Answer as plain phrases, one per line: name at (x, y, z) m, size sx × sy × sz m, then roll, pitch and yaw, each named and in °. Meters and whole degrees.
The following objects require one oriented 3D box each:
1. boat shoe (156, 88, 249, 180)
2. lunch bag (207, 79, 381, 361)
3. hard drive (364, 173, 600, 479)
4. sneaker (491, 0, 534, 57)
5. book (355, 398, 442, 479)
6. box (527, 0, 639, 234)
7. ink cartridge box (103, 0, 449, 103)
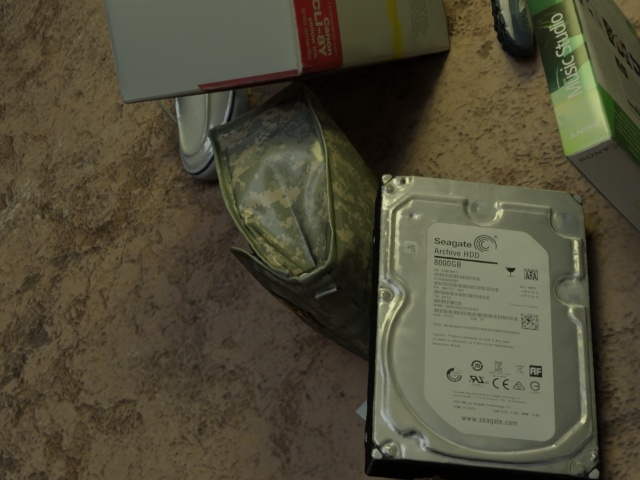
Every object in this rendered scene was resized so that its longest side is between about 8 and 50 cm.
boat shoe at (-0.196, -0.275, 1.771) m, size 0.135 × 0.156 × 0.367 m, roll -12°, pitch 69°, yaw 44°
lunch bag at (0.000, 0.000, 1.441) m, size 0.169 × 0.235 × 0.287 m, roll -28°, pitch 50°, yaw 13°
hard drive at (0.171, 0.092, 1.291) m, size 0.236 × 0.064 × 0.339 m, roll 7°, pitch 59°, yaw -3°
sneaker at (0.280, -0.372, 1.559) m, size 0.122 × 0.110 × 0.283 m, roll 0°, pitch 72°, yaw 10°
book at (0.119, 0.203, 1.373) m, size 0.096 × 0.035 × 0.144 m, roll -49°, pitch 45°, yaw -4°
box at (0.311, -0.171, 1.323) m, size 0.058 × 0.232 × 0.322 m, roll -27°, pitch 50°, yaw 26°
ink cartridge box at (-0.043, -0.286, 1.548) m, size 0.279 × 0.384 × 0.160 m, roll -5°, pitch 99°, yaw 34°
